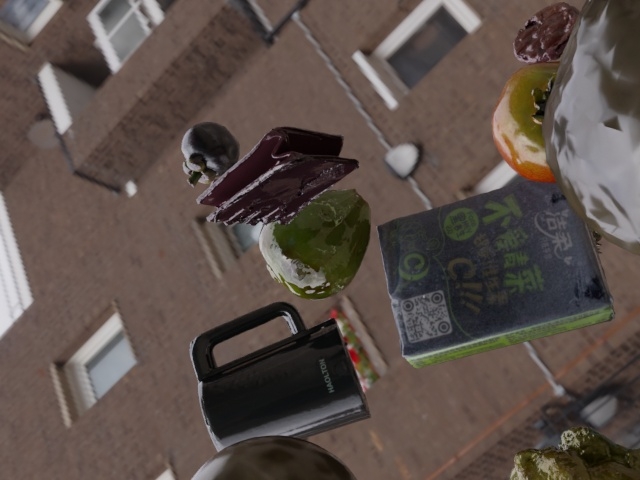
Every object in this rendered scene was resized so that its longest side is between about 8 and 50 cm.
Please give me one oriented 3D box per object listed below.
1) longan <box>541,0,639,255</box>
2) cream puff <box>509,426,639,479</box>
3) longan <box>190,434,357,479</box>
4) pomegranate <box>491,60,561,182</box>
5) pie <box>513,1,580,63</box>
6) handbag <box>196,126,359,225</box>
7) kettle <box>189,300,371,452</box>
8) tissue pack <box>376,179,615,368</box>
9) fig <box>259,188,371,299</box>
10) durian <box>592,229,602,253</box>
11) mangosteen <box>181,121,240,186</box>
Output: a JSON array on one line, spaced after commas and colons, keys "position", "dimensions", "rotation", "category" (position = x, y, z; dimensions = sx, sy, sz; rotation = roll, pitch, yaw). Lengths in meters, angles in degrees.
[{"position": [0.477, -0.192, 1.205], "dimensions": [0.436, 0.404, 0.404], "rotation": [-30, -106, -39], "category": "longan"}, {"position": [0.446, 0.408, 1.595], "dimensions": [0.282, 0.282, 0.185], "rotation": [24, -110, -50], "category": "cream puff"}, {"position": [-0.076, 0.439, 1.384], "dimensions": [0.319, 0.319, 0.319], "rotation": [41, -161, -17], "category": "longan"}, {"position": [0.410, -0.218, 1.681], "dimensions": [0.221, 0.221, 0.256], "rotation": [52, 178, 16], "category": "pomegranate"}, {"position": [0.436, -0.392, 1.817], "dimensions": [0.038, 0.153, 0.153], "rotation": [39, -161, -32], "category": "pie"}, {"position": [-0.068, -0.099, 1.538], "dimensions": [0.203, 0.216, 0.074], "rotation": [-2, -118, -53], "category": "handbag"}, {"position": [-0.084, 0.281, 1.893], "dimensions": [0.203, 0.308, 0.262], "rotation": [-107, -3, -70], "category": "kettle"}, {"position": [0.324, 0.057, 1.798], "dimensions": [0.124, 0.394, 0.288], "rotation": [40, -144, -62], "category": "tissue pack"}, {"position": [-0.002, 0.008, 1.847], "dimensions": [0.207, 0.230, 0.207], "rotation": [45, -146, -42], "category": "fig"}, {"position": [0.470, 0.042, 1.975], "dimensions": [0.166, 0.306, 0.172], "rotation": [59, -151, -5], "category": "durian"}, {"position": [-0.251, -0.186, 2.097], "dimensions": [0.137, 0.151, 0.137], "rotation": [24, 163, 8], "category": "mangosteen"}]
